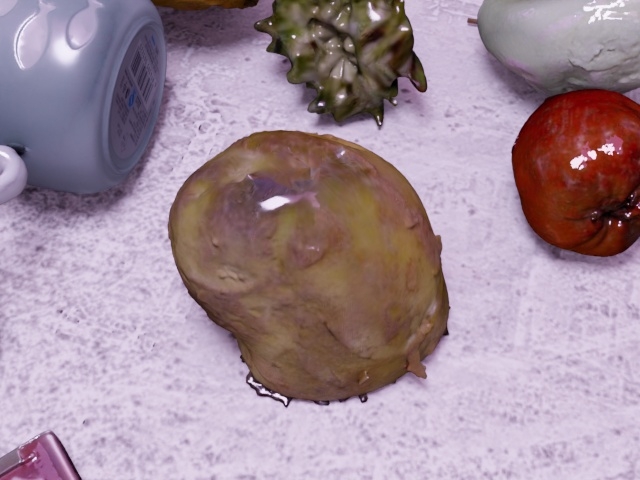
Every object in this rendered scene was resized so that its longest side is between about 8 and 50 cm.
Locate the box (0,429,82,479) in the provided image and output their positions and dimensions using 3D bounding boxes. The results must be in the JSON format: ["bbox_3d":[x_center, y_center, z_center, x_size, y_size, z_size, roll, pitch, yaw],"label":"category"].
[{"bbox_3d":[-0.239,0.297,0.680,0.120,0.069,0.224,-32,67,-20],"label":"box"}]

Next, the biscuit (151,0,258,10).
[{"bbox_3d":[-0.199,-0.357,0.980,0.296,0.102,0.296,9,19,-3],"label":"biscuit"}]

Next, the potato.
[{"bbox_3d":[0.000,0.000,0.768,0.288,0.237,0.301,-20,63,-14],"label":"potato"}]

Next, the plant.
[{"bbox_3d":[0.063,-0.310,1.003,0.180,0.251,0.333,-13,29,33],"label":"plant"}]

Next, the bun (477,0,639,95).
[{"bbox_3d":[0.354,-0.264,0.965,0.293,0.187,0.293,-19,26,9],"label":"bun"}]

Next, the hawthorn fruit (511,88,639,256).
[{"bbox_3d":[0.303,-0.089,0.881,0.185,0.185,0.202,-8,44,-8],"label":"hawthorn fruit"}]

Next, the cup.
[{"bbox_3d":[-0.341,-0.157,0.816,0.274,0.259,0.357,14,49,2],"label":"cup"}]

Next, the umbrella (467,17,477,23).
[{"bbox_3d":[0.292,-0.306,1.086,0.165,0.025,0.027,7,38,-2],"label":"umbrella"}]
